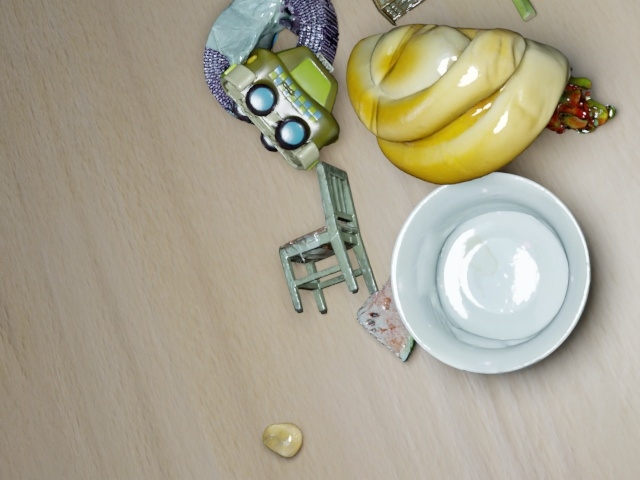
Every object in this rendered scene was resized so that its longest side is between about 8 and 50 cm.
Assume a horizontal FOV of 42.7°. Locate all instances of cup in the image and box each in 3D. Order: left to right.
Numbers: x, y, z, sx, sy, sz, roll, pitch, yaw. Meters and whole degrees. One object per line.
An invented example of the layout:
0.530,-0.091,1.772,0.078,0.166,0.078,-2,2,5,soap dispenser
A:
0.314,0.060,1.470,0.347,0.163,0.347,-2,84,26,cup

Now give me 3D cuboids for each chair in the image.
0.000,0.000,1.641,0.147,0.136,0.271,-21,78,21,chair

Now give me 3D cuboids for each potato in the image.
-0.078,0.407,1.678,0.083,0.062,0.068,14,60,4,potato

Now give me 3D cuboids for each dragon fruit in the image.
0.436,-0.240,1.478,0.175,0.142,0.138,25,133,4,dragon fruit

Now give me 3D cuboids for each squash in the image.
0.382,-0.461,1.568,0.027,0.027,0.083,-30,73,20,squash

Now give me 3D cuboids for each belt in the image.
-0.106,-0.409,1.746,0.260,0.122,0.325,38,103,19,belt

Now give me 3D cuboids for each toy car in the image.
-0.053,-0.281,1.605,0.198,0.204,0.248,-43,103,-7,toy car

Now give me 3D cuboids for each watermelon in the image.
0.137,0.141,1.604,0.139,0.071,0.187,0,93,32,watermelon

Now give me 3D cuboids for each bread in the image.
0.232,-0.281,1.436,0.329,0.245,0.424,-43,27,-8,bread

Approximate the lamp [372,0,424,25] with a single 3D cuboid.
0.245,-0.559,1.610,0.325,0.089,0.090,-32,72,20,lamp
